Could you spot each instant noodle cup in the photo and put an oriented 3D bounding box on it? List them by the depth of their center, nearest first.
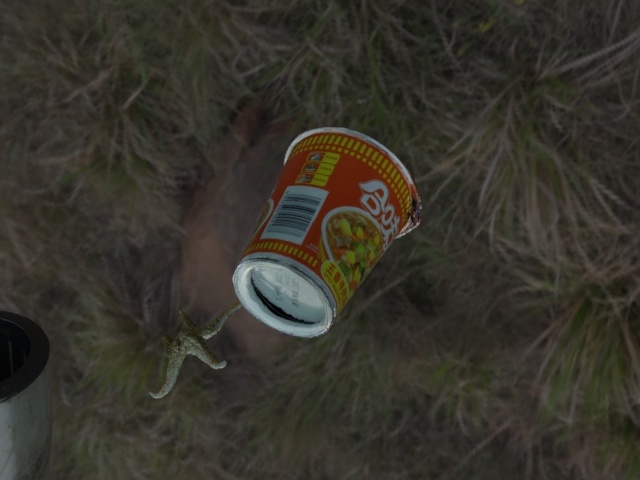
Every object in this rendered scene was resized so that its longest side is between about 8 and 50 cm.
[{"bbox_3d":[0.000,0.000,1.265,0.193,0.212,0.193,17,139,16],"label":"instant noodle cup"}]

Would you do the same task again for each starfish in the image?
[{"bbox_3d":[-0.197,0.156,1.651,0.223,0.217,0.050,25,152,56],"label":"starfish"}]

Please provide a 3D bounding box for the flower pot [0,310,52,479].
[{"bbox_3d":[-0.608,0.329,1.822,0.293,0.293,0.330,13,121,17],"label":"flower pot"}]
